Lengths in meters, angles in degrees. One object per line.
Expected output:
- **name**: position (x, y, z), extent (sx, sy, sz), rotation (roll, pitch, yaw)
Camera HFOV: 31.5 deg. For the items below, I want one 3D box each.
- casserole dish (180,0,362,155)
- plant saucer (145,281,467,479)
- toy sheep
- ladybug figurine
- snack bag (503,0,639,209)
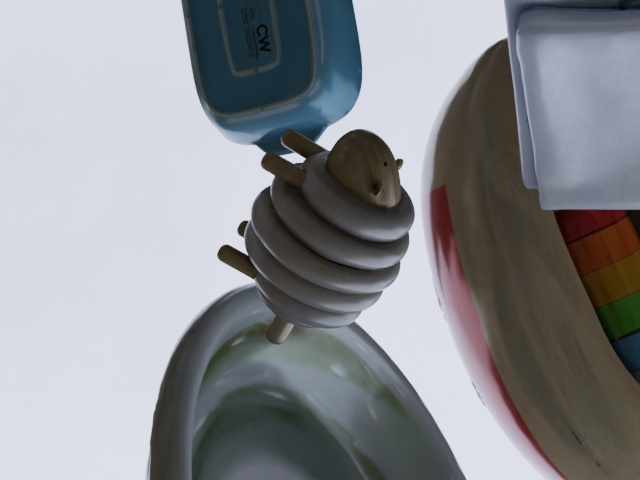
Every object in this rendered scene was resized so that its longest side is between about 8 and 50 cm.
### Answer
- **casserole dish**: position (-0.039, -0.147, 0.709), extent (0.114, 0.037, 0.188), rotation (-11, -94, 26)
- **plant saucer**: position (0.000, 0.226, 0.723), extent (0.100, 0.400, 0.401), rotation (-26, -135, 23)
- **toy sheep**: position (0.000, 0.000, 0.582), extent (0.132, 0.091, 0.091), rotation (-62, -144, 32)
- **ladybug figurine**: position (0.218, 0.047, 0.985), extent (0.162, 0.305, 0.449), rotation (-26, -98, 44)
- **snack bag**: position (0.264, -0.135, 0.659), extent (0.323, 0.343, 0.037), rotation (2, -129, 18)
